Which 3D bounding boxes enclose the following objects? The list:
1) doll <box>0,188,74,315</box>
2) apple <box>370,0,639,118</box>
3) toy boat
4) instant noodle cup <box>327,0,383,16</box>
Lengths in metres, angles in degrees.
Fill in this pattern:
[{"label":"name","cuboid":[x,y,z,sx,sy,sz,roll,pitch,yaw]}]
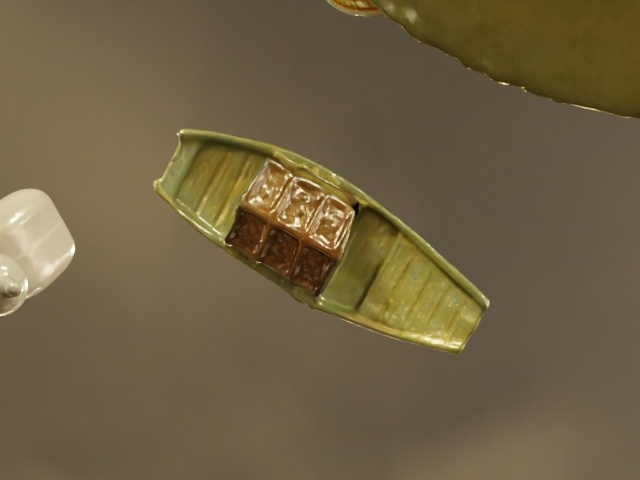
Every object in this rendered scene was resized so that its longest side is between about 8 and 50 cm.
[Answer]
[{"label":"doll","cuboid":[-0.224,0.041,0.722,0.161,0.160,0.059,-21,-71,14]},{"label":"apple","cuboid":[0.121,-0.197,0.377,0.258,0.233,0.295,2,-29,16]},{"label":"toy boat","cuboid":[0.000,0.000,0.642,0.172,0.065,0.066,30,4,2]},{"label":"instant noodle cup","cuboid":[0.034,-0.337,1.317,0.168,0.168,0.185,-11,-20,19]}]
